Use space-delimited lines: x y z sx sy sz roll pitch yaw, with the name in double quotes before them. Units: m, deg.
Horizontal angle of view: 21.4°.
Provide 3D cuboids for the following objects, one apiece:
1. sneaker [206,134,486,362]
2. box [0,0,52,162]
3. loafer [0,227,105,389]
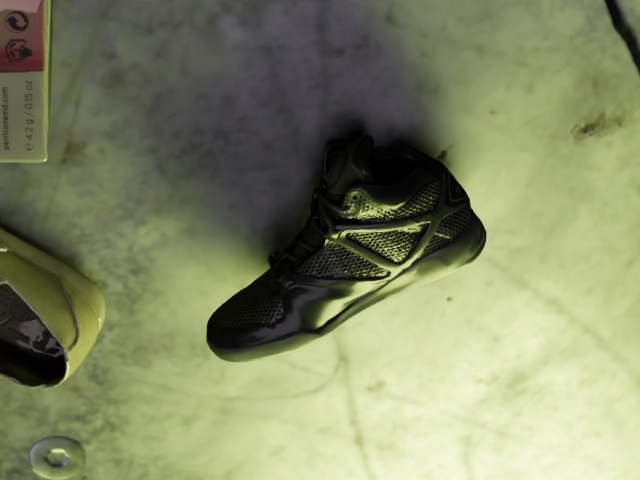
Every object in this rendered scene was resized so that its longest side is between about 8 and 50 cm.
"sneaker" 0.000 0.000 1.272 0.227 0.087 0.130 -27 122 6
"box" -0.290 -0.139 1.092 0.232 0.148 0.127 0 124 -9
"loafer" -0.276 0.028 1.241 0.268 0.092 0.102 25 117 -23
